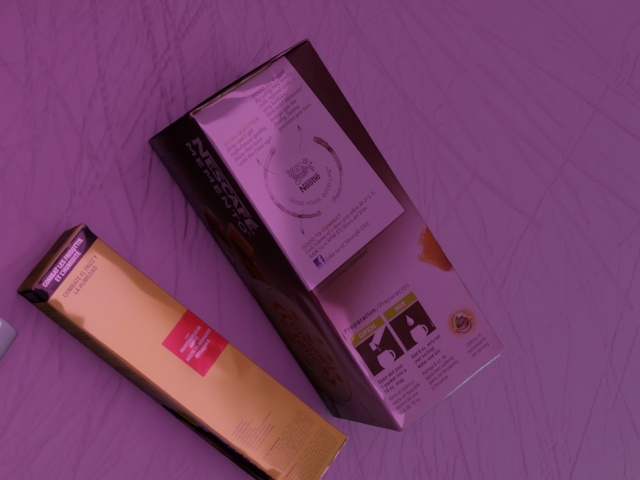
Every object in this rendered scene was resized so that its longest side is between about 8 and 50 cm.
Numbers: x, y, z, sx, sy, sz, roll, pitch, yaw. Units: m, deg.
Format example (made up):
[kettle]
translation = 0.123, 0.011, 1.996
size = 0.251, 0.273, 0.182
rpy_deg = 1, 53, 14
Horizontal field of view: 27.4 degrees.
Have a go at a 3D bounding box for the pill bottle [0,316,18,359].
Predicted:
[pill bottle]
translation = -0.286, 0.114, 0.804
size = 0.119, 0.119, 0.208
rpy_deg = 38, 76, -14

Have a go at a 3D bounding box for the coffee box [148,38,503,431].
[coffee box]
translation = 0.000, 0.000, 0.903
size = 0.098, 0.141, 0.246
rpy_deg = -36, 99, -18

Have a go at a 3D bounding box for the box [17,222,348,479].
[box]
translation = -0.094, 0.084, 0.893
size = 0.232, 0.087, 0.058
rpy_deg = 41, 74, -12
